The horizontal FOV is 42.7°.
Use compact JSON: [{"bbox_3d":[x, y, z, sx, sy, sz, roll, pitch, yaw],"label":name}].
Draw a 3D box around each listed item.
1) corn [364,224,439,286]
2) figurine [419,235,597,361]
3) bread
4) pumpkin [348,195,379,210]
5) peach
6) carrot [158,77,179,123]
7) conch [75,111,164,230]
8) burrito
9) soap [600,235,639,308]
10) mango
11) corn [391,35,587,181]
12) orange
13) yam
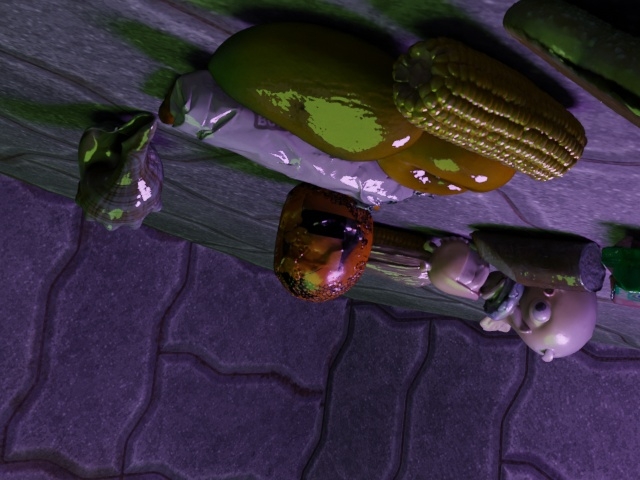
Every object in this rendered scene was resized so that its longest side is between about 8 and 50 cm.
[{"bbox_3d":[0.122,0.027,1.880,0.305,0.123,0.122,13,146,14],"label":"corn"},{"bbox_3d":[0.389,0.123,1.783,0.394,0.226,0.274,25,144,-4],"label":"figurine"},{"bbox_3d":[0.281,-0.108,0.660,0.287,0.056,0.207,19,-159,-39],"label":"bread"},{"bbox_3d":[0.078,-0.095,1.330,0.035,0.073,0.101,12,175,44],"label":"pumpkin"},{"bbox_3d":[0.151,-0.111,0.983,0.179,0.103,0.179,12,175,1],"label":"peach"},{"bbox_3d":[-0.215,-0.208,1.224,0.042,0.042,0.171,17,168,-15],"label":"carrot"},{"bbox_3d":[-0.377,-0.147,1.577,0.203,0.169,0.386,39,128,-1],"label":"conch"},{"bbox_3d":[-0.018,-0.129,1.167,0.446,0.101,0.139,19,180,-33],"label":"burrito"},{"bbox_3d":[0.596,0.069,1.412,0.218,0.097,0.273,5,171,19],"label":"soap"},{"bbox_3d":[0.001,-0.164,0.870,0.238,0.091,0.137,25,135,-9],"label":"mango"},{"bbox_3d":[0.177,-0.131,0.835,0.244,0.093,0.093,16,173,-38],"label":"corn"},{"bbox_3d":[0.000,0.000,1.554,0.182,0.234,0.234,1,176,-16],"label":"orange"},{"bbox_3d":[0.400,0.037,1.555,0.259,0.106,0.106,6,168,42],"label":"yam"}]
